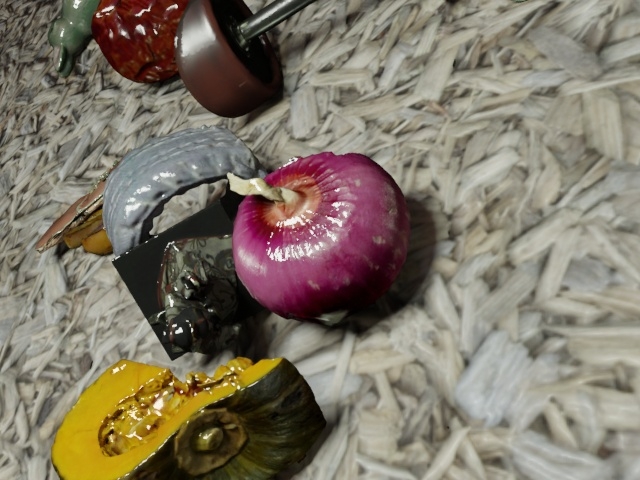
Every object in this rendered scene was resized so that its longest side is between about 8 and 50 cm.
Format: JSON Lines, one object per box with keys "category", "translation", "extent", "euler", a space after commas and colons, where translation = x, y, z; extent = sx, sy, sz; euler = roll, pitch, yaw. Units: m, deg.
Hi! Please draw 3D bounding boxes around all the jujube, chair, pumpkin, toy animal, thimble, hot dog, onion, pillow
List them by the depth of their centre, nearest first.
{"category": "pumpkin", "translation": [-0.151, 0.203, 0.770], "extent": [0.281, 0.139, 0.190], "euler": [-32, 31, -5]}
{"category": "onion", "translation": [0.004, 0.006, 0.790], "extent": [0.207, 0.200, 0.200], "euler": [-14, 43, -12]}
{"category": "thimble", "translation": [-0.180, -0.046, 0.936], "extent": [0.236, 0.205, 0.172], "euler": [-45, 37, 4]}
{"category": "chair", "translation": [-0.036, -0.375, 1.059], "extent": [0.401, 0.226, 0.226], "euler": [-26, 47, 21]}
{"category": "hot dog", "translation": [-0.377, -0.020, 1.177], "extent": [0.140, 0.060, 0.089], "euler": [-18, 45, 32]}
{"category": "pillow", "translation": [-0.422, -0.071, 1.240], "extent": [0.232, 0.043, 0.126], "euler": [-40, 19, 9]}
{"category": "jujube", "translation": [-0.323, -0.429, 1.345], "extent": [0.232, 0.213, 0.213], "euler": [-27, 46, 13]}
{"category": "toy animal", "translation": [-0.624, -0.536, 1.706], "extent": [0.125, 0.127, 0.251], "euler": [17, 74, 41]}

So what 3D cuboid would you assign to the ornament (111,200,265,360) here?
{"category": "ornament", "translation": [-0.135, 0.072, 0.772], "extent": [0.153, 0.166, 0.196], "euler": [-30, 14, -7]}
